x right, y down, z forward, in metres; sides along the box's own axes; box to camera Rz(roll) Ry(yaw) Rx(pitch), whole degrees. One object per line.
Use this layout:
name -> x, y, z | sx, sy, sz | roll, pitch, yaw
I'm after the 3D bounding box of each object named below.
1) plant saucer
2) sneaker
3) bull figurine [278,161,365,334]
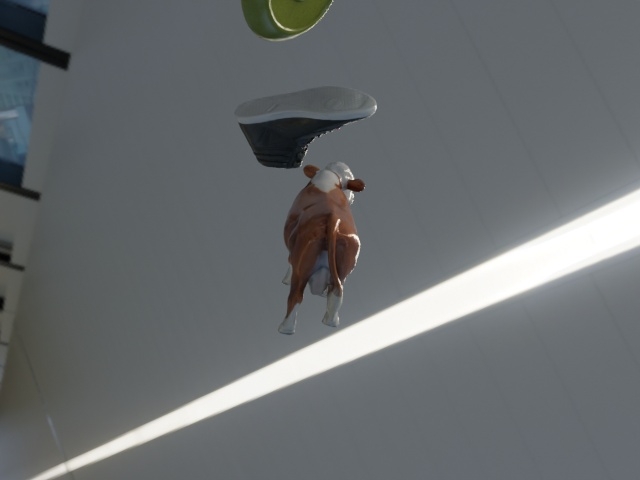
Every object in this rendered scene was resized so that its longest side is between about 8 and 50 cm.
plant saucer -> -0.036, -0.454, 1.168 | 0.037, 0.241, 0.240 | 38, -43, 27
sneaker -> -0.022, -0.234, 1.426 | 0.104, 0.296, 0.146 | -84, 165, -47
bull figurine -> 0.000, 0.000, 0.927 | 0.310, 0.101, 0.188 | -78, 179, -74
